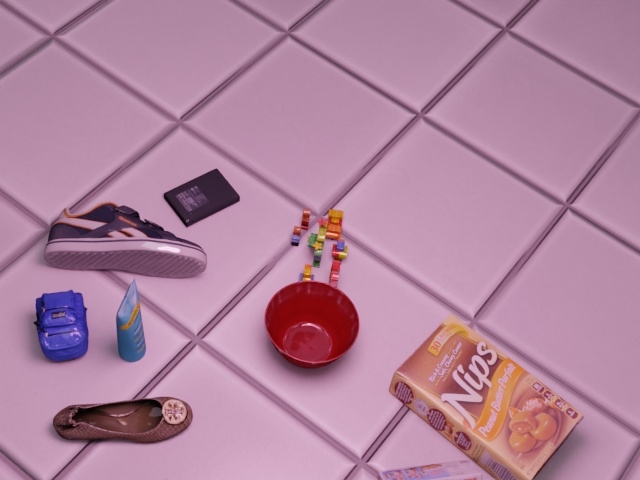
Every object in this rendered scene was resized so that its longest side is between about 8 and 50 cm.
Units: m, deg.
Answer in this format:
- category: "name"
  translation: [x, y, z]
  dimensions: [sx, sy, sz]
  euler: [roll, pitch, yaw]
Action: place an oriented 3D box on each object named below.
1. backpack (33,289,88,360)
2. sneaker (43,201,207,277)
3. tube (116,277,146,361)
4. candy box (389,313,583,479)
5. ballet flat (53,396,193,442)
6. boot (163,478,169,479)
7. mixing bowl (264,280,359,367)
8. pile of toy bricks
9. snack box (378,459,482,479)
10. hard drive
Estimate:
- category: "backpack"
  translation: [-0.490, 0.161, 1.881]
  dimensions: [0.098, 0.101, 0.120]
  euler: [-10, 60, -6]
- category: "sneaker"
  translation: [-0.382, -0.008, 1.996]
  dimensions: [0.321, 0.126, 0.127]
  euler: [5, 60, -2]
- category: "tube"
  translation: [-0.352, 0.153, 1.837]
  dimensions: [0.052, 0.207, 0.080]
  euler: [11, 56, 1]
- category: "candy box"
  translation: [0.309, 0.306, 1.890]
  dimensions: [0.316, 0.087, 0.183]
  euler: [38, 59, 18]
- category: "ballet flat"
  translation: [-0.357, 0.320, 1.809]
  dimensions: [0.250, 0.058, 0.084]
  euler: [-1, 56, -8]
- category: "boot"
  translation: [-0.248, 0.480, 1.714]
  dimensions: [0.084, 0.059, 0.158]
  euler: [-30, 63, -31]
- category: "mixing bowl"
  translation: [-0.020, 0.178, 1.930]
  dimensions: [0.181, 0.098, 0.181]
  euler: [3, 55, -5]
- category: "pile of toy bricks"
  translation: [0.000, 0.000, 2.054]
  dimensions: [0.118, 0.105, 0.212]
  euler: [8, 54, -2]
- category: "snack box"
  translation: [0.198, 0.428, 1.808]
  dimensions: [0.178, 0.022, 0.064]
  euler: [-5, 13, -11]
- category: "hard drive"
  translation: [-0.253, -0.093, 2.137]
  dimensions: [0.135, 0.022, 0.094]
  euler: [-28, 63, -24]
